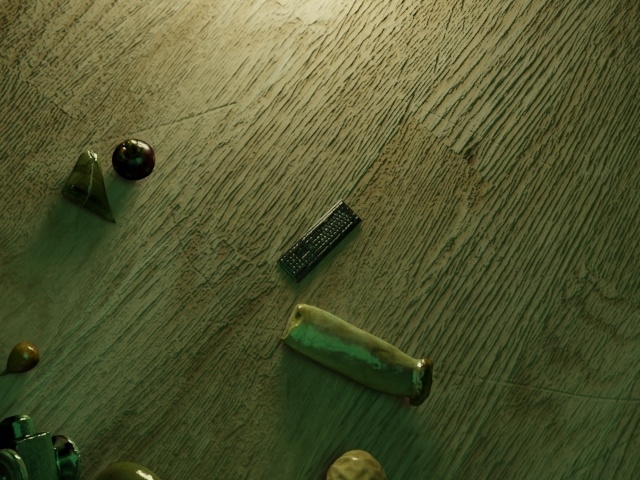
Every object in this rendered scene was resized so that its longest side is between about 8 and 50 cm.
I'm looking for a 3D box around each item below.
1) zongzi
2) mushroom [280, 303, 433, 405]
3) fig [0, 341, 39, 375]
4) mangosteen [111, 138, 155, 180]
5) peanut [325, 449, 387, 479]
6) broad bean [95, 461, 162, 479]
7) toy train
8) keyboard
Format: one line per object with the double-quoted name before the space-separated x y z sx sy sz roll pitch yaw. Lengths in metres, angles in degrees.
"zongzi" -0.406 -0.100 1.616 0.113 0.052 0.104 32 60 -23
"mushroom" 0.076 0.220 1.684 0.312 0.081 0.099 25 65 -7
"fig" -0.516 0.206 1.489 0.083 0.050 0.050 -30 86 -7
"mangosteen" -0.345 -0.151 1.633 0.081 0.081 0.080 6 73 -19
"peanut" 0.078 0.529 1.574 0.136 0.120 0.298 -16 81 1
"broad bean" -0.300 0.490 1.406 0.189 0.121 0.263 -10 56 16
"toy train" -0.474 0.425 1.350 0.150 0.222 0.304 -2 79 -59
"keyboard" 0.000 0.000 1.754 0.063 0.010 0.198 46 65 -1
